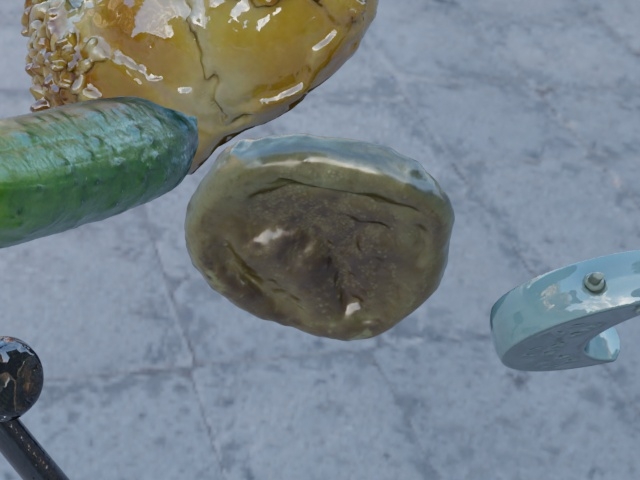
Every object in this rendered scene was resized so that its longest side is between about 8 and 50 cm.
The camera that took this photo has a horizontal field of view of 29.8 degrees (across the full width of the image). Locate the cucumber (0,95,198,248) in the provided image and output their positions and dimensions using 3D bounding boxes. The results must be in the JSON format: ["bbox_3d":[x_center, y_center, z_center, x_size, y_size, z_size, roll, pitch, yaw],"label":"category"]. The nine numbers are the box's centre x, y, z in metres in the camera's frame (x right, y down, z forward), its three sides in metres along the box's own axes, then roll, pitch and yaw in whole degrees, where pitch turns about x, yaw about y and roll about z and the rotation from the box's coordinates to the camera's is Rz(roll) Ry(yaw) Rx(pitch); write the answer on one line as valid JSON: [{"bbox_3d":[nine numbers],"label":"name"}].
[{"bbox_3d":[-0.105,-0.031,0.528,0.056,0.056,0.250,18,15,15],"label":"cucumber"}]

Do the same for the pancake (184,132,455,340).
[{"bbox_3d":[0.000,0.000,1.271,0.294,0.294,0.049,8,42,-2],"label":"pancake"}]

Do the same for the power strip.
[{"bbox_3d":[0.203,0.056,0.927,0.137,0.216,0.044,-7,70,-8],"label":"power strip"}]

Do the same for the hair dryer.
[{"bbox_3d":[-0.251,0.184,1.039,0.114,0.248,0.070,-5,35,39],"label":"hair dryer"}]

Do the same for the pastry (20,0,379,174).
[{"bbox_3d":[-0.103,-0.188,0.872,0.162,0.311,0.255,29,33,-48],"label":"pastry"}]
